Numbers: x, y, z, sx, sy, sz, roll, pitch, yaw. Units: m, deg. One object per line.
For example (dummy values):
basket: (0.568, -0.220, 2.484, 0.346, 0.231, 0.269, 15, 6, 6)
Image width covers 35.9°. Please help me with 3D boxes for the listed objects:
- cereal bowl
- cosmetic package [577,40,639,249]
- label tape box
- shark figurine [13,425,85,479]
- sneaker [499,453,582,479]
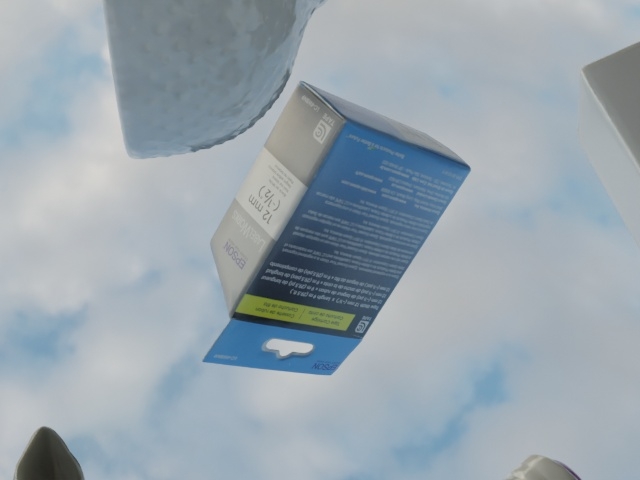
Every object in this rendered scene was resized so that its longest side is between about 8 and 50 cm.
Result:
cereal bowl: (-0.073, -0.223, 0.614, 0.141, 0.339, 0.339, -8, -123, -10)
cosmetic package: (0.428, 0.015, 0.858, 0.230, 0.161, 0.453, -24, -112, 4)
label tape box: (0.000, 0.000, 1.255, 0.249, 0.347, 0.115, 14, -155, -45)
shark figurine: (-0.087, 0.250, 0.594, 0.278, 0.116, 0.166, 39, -127, -18)
sneaker: (0.189, 0.323, 0.734, 0.152, 0.114, 0.305, -24, -108, -17)
